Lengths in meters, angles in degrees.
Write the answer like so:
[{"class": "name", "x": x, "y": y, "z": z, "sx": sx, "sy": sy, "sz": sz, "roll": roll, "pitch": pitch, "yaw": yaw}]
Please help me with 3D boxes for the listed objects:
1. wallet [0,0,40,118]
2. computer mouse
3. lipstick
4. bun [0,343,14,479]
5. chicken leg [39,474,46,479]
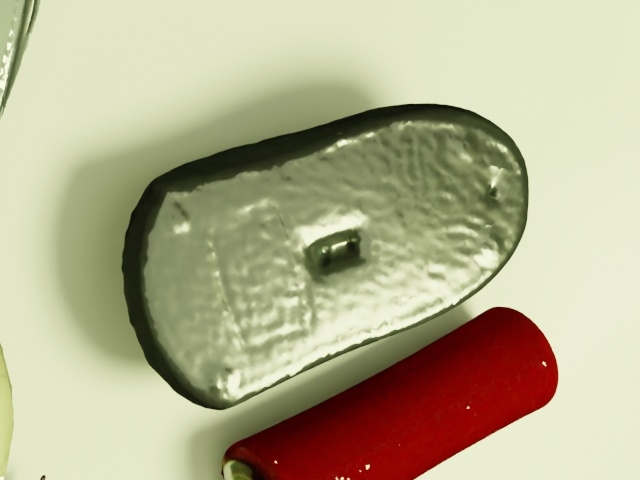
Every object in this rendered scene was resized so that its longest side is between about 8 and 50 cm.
[{"class": "wallet", "x": -0.247, "y": -0.095, "z": 0.566, "sx": 0.231, "sy": 0.069, "sz": 0.170, "roll": 12, "pitch": 93, "yaw": -44}, {"class": "computer mouse", "x": 0.000, "y": 0.000, "z": 0.757, "sx": 0.269, "sy": 0.086, "sz": 0.138, "roll": -21, "pitch": 100, "yaw": -26}, {"class": "lipstick", "x": 0.050, "y": 0.118, "z": 0.817, "sx": 0.241, "sy": 0.080, "sz": 0.080, "roll": -23, "pitch": 109, "yaw": -34}, {"class": "bun", "x": -0.273, "y": 0.077, "z": 0.518, "sx": 0.287, "sy": 0.146, "sz": 0.287, "roll": -15, "pitch": 118, "yaw": -30}, {"class": "chicken leg", "x": -0.215, "y": 0.218, "z": 0.633, "sx": 0.234, "sy": 0.063, "sz": 0.105, "roll": -31, "pitch": 118, "yaw": -34}]
